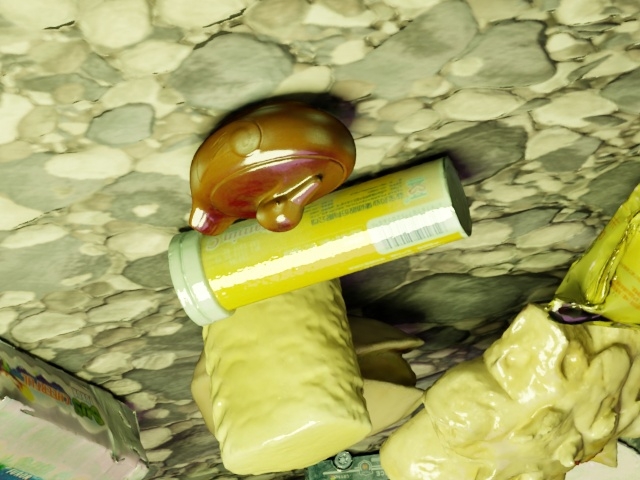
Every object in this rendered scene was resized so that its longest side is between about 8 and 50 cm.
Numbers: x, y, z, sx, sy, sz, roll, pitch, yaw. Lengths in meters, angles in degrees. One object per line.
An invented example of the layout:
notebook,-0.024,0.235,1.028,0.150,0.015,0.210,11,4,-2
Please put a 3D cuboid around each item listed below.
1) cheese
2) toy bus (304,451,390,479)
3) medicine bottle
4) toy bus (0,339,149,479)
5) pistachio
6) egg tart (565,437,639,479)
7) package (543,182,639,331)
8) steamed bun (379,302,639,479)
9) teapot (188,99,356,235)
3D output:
cheese,-0.032,0.089,1.271,0.123,0.167,0.094,-16,152,11
toy bus,0.066,0.274,1.868,0.166,0.065,0.047,-6,156,-8
medicine bottle,0.000,0.000,1.198,0.218,0.074,0.074,-17,156,16
toy bus,-0.274,0.170,1.463,0.138,0.112,0.317,-26,154,13
pistachio,-0.009,0.123,1.408,0.223,0.126,0.152,-1,167,-32
egg tart,0.287,0.217,1.655,0.234,0.094,0.234,9,125,14
package,0.283,0.021,1.289,0.168,0.090,0.226,-50,141,14
steamed bun,0.198,0.153,1.441,0.292,0.137,0.295,-27,163,-17
teapot,-0.034,-0.039,1.082,0.129,0.078,0.098,-24,152,33
